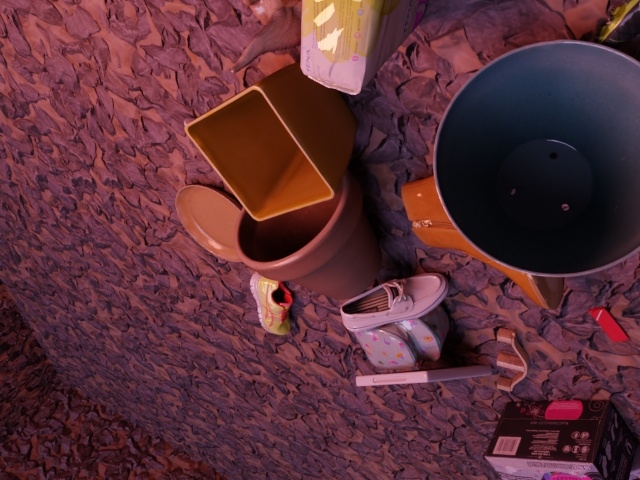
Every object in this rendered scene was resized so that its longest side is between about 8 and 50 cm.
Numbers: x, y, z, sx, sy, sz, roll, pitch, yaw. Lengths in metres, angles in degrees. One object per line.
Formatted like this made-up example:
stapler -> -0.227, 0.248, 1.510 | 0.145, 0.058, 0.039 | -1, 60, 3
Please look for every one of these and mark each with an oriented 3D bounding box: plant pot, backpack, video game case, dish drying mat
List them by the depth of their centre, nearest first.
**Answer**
plant pot -> 0.309, -0.093, 0.823 | 0.290, 0.290, 0.195 | 23, -178, 17
plant pot -> -0.062, -0.189, 1.047 | 0.212, 0.187, 0.212 | -14, 121, 45
dish drying mat -> 0.520, 0.153, 1.097 | 0.083, 0.008, 0.032 | 48, 141, -14
plant pot -> 0.000, 0.000, 1.180 | 0.263, 0.263, 0.229 | -1, 146, 39
backpack -> 0.174, 0.191, 1.302 | 0.188, 0.144, 0.166 | -7, 128, 30
video game case -> 0.229, 0.299, 1.347 | 0.226, 0.026, 0.206 | 6, 164, -40
plant pot -> -0.247, -0.046, 1.475 | 0.236, 0.032, 0.236 | 21, 140, 18

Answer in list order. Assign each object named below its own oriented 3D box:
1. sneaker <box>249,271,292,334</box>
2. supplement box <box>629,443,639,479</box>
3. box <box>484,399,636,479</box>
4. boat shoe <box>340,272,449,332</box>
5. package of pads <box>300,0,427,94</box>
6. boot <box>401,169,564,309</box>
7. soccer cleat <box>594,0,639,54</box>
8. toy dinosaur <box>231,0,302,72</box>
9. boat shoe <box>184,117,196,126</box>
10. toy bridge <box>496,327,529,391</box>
sneaker -> -0.109, 0.168, 1.553 | 0.094, 0.081, 0.209 | 6, 133, 31
supplement box -> 0.750, 0.509, 1.241 | 0.239, 0.073, 0.130 | 35, 142, 1
box -> 0.508, 0.449, 1.291 | 0.247, 0.163, 0.142 | -19, 115, 48
boat shoe -> 0.147, 0.120, 1.206 | 0.083, 0.226, 0.076 | 66, -177, 34
package of pads -> 0.069, -0.355, 0.735 | 0.101, 0.229, 0.297 | 24, 142, 16
boot -> 0.279, 0.000, 1.065 | 0.211, 0.104, 0.295 | -10, 118, 50
soccer cleat -> 0.394, -0.273, 0.705 | 0.072, 0.060, 0.179 | 36, 140, -1
toy dinosaur -> -0.047, -0.341, 0.807 | 0.127, 0.296, 0.200 | -3, 166, 18
boat shoe -> -0.245, -0.224, 1.284 | 0.100, 0.035, 0.035 | 26, 140, 3
toy bridge -> 0.406, 0.257, 1.283 | 0.063, 0.026, 0.188 | 11, 136, 26
